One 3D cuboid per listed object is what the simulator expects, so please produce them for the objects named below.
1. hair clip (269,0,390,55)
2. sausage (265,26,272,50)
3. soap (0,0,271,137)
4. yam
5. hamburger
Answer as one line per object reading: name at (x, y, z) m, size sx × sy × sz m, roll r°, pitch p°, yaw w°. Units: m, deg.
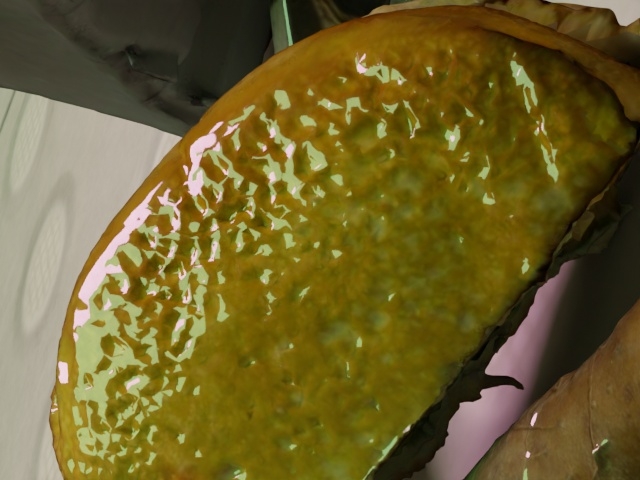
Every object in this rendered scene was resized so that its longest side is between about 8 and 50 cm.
hair clip at (0.000, 0.000, 0.944) m, size 0.106 × 0.084 × 0.292 m, roll -4°, pitch 78°, yaw 64°
sausage at (-0.049, -0.199, 1.210) m, size 0.076 × 0.076 × 0.197 m, roll 174°, pitch 109°, yaw -69°
soap at (-0.139, -0.319, 1.056) m, size 0.213 × 0.350 × 0.435 m, roll 12°, pitch 80°, yaw 26°
yam at (0.072, 0.102, 0.675) m, size 0.356 × 0.081 × 0.081 m, roll 127°, pitch 150°, yaw -44°
hamburger at (0.006, 0.009, 0.730) m, size 0.283 × 0.156 × 0.144 m, roll -52°, pitch -18°, yaw 3°
